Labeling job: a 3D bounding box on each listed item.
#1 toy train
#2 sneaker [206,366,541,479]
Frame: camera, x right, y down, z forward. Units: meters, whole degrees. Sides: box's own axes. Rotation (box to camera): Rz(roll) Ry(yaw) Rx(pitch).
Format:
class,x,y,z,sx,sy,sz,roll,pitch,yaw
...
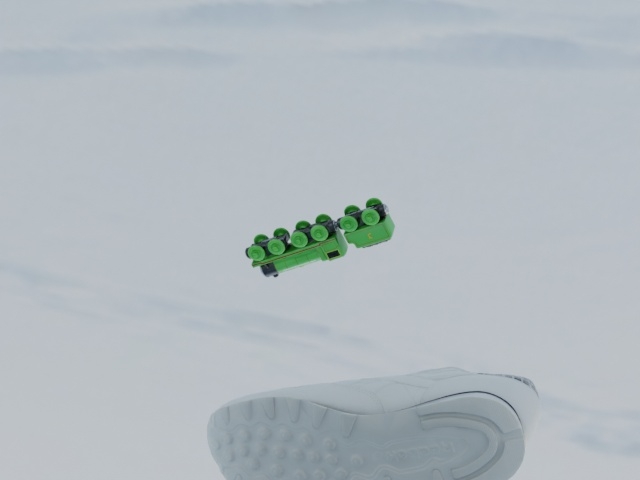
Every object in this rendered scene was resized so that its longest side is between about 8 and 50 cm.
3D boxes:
class,x,y,z,sx,sy,sz,roll,pitch,yaw
toy train,0.000,0.000,0.854,0.083,0.017,0.023,-18,115,23
sneaker,0.037,0.132,1.152,0.235,0.090,0.095,-2,-161,18
